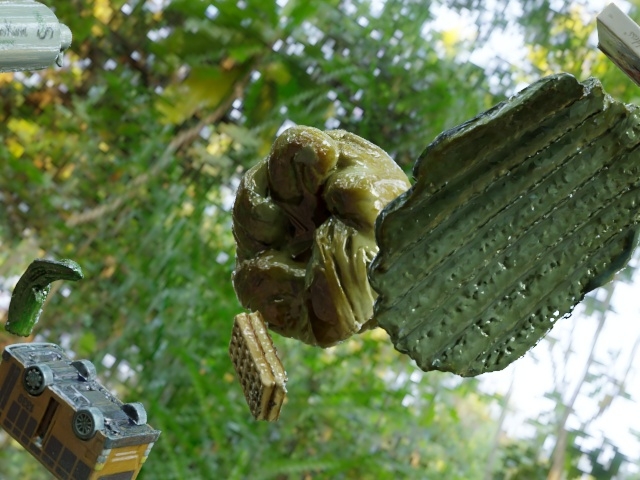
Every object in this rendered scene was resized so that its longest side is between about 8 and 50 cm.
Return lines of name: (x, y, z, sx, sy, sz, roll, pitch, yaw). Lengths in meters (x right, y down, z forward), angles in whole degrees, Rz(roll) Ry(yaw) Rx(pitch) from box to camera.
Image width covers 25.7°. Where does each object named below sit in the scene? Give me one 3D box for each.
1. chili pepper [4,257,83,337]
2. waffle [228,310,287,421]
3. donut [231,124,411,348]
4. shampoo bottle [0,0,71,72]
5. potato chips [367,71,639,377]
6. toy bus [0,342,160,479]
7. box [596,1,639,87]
chili pepper: (-0.430, 0.076, 2.152, 0.050, 0.073, 0.182, 6, -41, -43)
waffle: (-0.095, 0.190, 2.111, 0.042, 0.148, 0.102, -7, -40, -21)
donut: (0.000, 0.000, 2.199, 0.170, 0.360, 0.360, 1, -9, -43)
shampoo bottle: (-0.381, -0.235, 1.624, 0.085, 0.262, 0.085, 6, -79, 30)
potato chips: (0.238, -0.017, 1.727, 0.358, 0.429, 0.070, 45, 8, -38)
toy bus: (-0.273, 0.194, 1.516, 0.182, 0.091, 0.103, 35, -73, 29)
box: (0.345, -0.194, 1.515, 0.109, 0.029, 0.198, 46, 7, 10)
